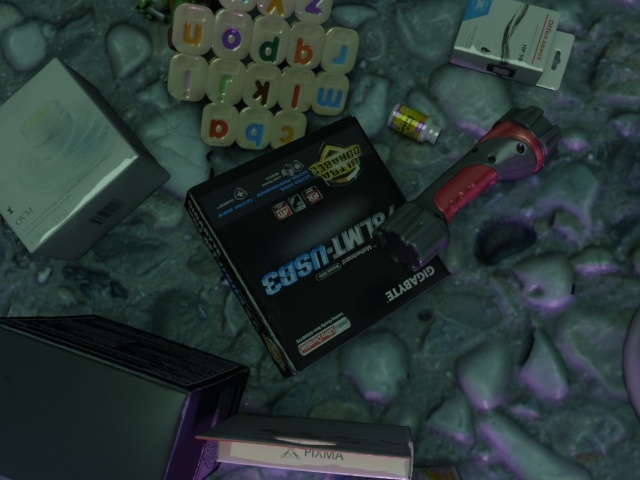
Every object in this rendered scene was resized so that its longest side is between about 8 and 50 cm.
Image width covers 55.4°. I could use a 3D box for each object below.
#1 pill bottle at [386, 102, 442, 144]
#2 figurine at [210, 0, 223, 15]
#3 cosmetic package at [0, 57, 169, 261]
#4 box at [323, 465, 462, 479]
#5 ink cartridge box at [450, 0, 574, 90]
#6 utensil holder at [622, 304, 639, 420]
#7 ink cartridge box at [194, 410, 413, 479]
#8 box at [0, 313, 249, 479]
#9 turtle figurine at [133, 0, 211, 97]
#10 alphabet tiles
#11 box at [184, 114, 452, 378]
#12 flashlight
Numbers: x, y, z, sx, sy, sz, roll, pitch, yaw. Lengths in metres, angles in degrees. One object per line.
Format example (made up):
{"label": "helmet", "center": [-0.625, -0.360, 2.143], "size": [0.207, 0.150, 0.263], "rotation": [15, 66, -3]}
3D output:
{"label": "pill bottle", "center": [0.152, -0.185, 0.979], "size": [0.083, 0.043, 0.043], "rotation": [27, 87, 9]}
{"label": "figurine", "center": [-0.120, -0.478, 0.944], "size": [0.092, 0.215, 0.210], "rotation": [-8, 113, 37]}
{"label": "cosmetic package", "center": [-0.417, -0.126, 0.995], "size": [0.224, 0.138, 0.225], "rotation": [-42, 79, 0]}
{"label": "box", "center": [0.107, 0.400, 0.883], "size": [0.202, 0.103, 0.114], "rotation": [-6, 82, 6]}
{"label": "ink cartridge box", "center": [0.309, -0.316, 0.967], "size": [0.180, 0.060, 0.104], "rotation": [18, 85, 9]}
{"label": "utensil holder", "center": [0.594, 0.166, 0.711], "size": [0.327, 0.385, 0.328], "rotation": [-1, 84, 6]}
{"label": "ink cartridge box", "center": [-0.010, 0.290, 0.842], "size": [0.274, 0.239, 0.060], "rotation": [3, 83, 7]}
{"label": "box", "center": [-0.293, 0.230, 0.857], "size": [0.296, 0.294, 0.183], "rotation": [16, 85, 9]}
{"label": "turtle figurine", "center": [-0.271, -0.369, 0.978], "size": [0.274, 0.197, 0.267], "rotation": [-11, 90, -38]}
{"label": "alphabet tiles", "center": [-0.085, -0.272, 0.931], "size": [0.283, 0.021, 0.278], "rotation": [1, 120, -21]}
{"label": "box", "center": [0.000, 0.000, 0.894], "size": [0.295, 0.073, 0.294], "rotation": [-28, 82, -24]}
{"label": "flashlight", "center": [0.221, -0.075, 0.885], "size": [0.304, 0.103, 0.103], "rotation": [-41, 89, -20]}
